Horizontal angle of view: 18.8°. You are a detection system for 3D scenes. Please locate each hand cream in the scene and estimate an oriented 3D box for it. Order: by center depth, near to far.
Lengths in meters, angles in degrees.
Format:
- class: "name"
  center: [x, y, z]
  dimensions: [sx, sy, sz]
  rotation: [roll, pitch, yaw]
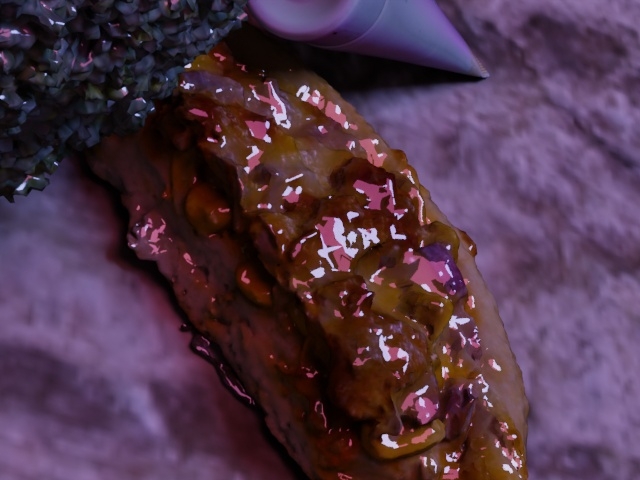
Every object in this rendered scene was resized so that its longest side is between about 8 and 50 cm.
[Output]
- class: "hand cream"
  center: [0.020, -0.096, 0.741]
  dimensions: [0.076, 0.047, 0.174]
  rotation: [54, 16, 10]

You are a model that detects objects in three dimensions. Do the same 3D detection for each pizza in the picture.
- class: "pizza"
  center: [0.000, -0.001, 0.679]
  dimensions: [0.127, 0.058, 0.246]
  rotation: [-11, 63, -38]

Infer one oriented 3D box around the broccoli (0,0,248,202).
- class: "broccoli"
  center: [-0.183, -0.151, 0.576]
  dimensions: [0.361, 0.221, 0.252]
  rotation: [9, 65, 3]
